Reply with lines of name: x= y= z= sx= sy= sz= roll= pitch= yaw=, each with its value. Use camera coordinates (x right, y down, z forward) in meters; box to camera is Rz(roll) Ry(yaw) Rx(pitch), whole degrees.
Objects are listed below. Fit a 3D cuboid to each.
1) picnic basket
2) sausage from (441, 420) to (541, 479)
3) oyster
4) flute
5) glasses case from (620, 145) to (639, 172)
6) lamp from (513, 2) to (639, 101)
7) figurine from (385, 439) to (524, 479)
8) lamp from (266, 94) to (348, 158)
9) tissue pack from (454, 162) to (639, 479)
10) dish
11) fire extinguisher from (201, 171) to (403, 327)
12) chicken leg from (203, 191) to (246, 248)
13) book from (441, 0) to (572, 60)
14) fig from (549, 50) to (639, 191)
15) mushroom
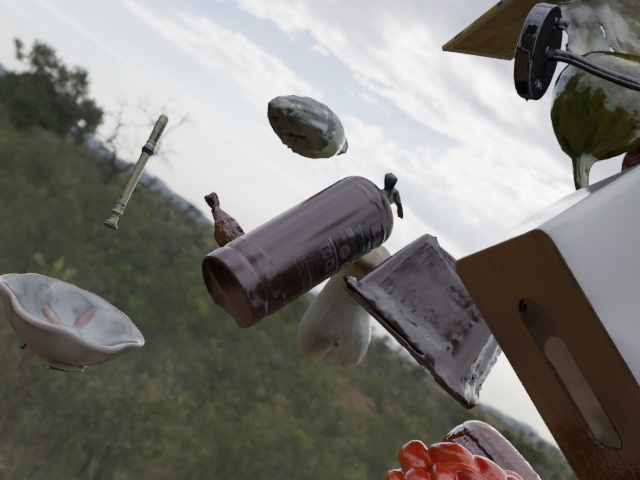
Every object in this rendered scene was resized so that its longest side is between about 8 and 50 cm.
picnic basket: x=0.160 y=0.104 z=1.166 sx=0.222 sy=0.129 sz=0.297 roll=45 pitch=-1 yaw=20
sausage: x=0.269 y=0.356 z=1.313 sx=0.102 sy=0.102 sz=0.330 roll=36 pitch=4 yaw=-16
oyster: x=0.489 y=-0.294 z=1.239 sx=0.275 sy=0.100 sz=0.271 roll=-13 pitch=-74 yaw=43
flute: x=-0.328 y=-0.126 z=1.591 sx=0.027 sy=0.233 sz=0.027 roll=21 pitch=-16 yaw=6
glasses case: x=0.450 y=-0.040 z=1.197 sx=0.049 sy=0.194 sz=0.073 roll=6 pitch=-14 yaw=-27
lamp: x=0.361 y=-0.127 z=0.954 sx=0.371 sy=0.108 sz=0.130 roll=39 pitch=20 yaw=23
figurine: x=0.117 y=0.450 z=1.026 sx=0.241 sy=0.411 sz=0.306 roll=32 pitch=7 yaw=-34
lamp: x=-0.020 y=-0.195 z=1.532 sx=0.101 sy=0.101 sz=0.250 roll=32 pitch=4 yaw=27
tissue pack: x=0.255 y=0.079 z=0.742 sx=0.246 sy=0.136 sz=0.159 roll=59 pitch=-22 yaw=2
dish: x=-0.378 y=0.132 z=1.296 sx=0.230 sy=0.081 sz=0.229 roll=28 pitch=8 yaw=-4
fire extinguisher: x=0.000 y=0.000 z=1.252 sx=0.114 sy=0.337 sz=0.135 roll=43 pitch=-32 yaw=27
chicken leg: x=-0.136 y=0.010 z=1.445 sx=0.219 sy=0.048 sz=0.089 roll=55 pitch=-5 yaw=9
book: x=0.340 y=-0.371 z=1.475 sx=0.170 sy=0.018 sz=0.242 roll=-1 pitch=-18 yaw=-34
fig: x=0.361 y=-0.126 z=1.161 sx=0.151 sy=0.259 sz=0.151 roll=18 pitch=-18 yaw=6
mushroom: x=0.061 y=0.126 z=1.806 sx=0.159 sy=0.328 sz=0.122 roll=0 pitch=41 yaw=-30
